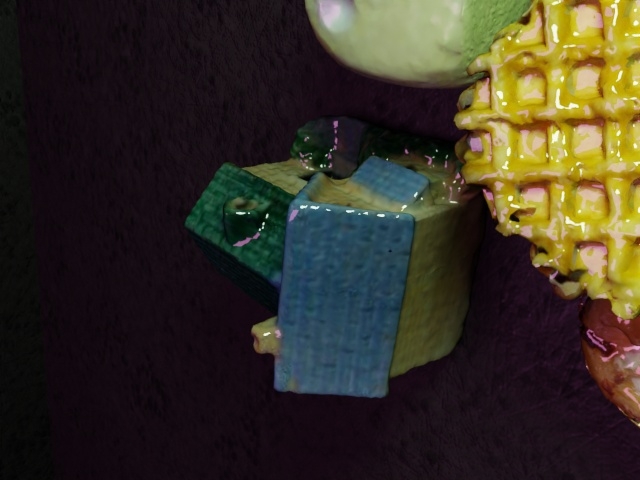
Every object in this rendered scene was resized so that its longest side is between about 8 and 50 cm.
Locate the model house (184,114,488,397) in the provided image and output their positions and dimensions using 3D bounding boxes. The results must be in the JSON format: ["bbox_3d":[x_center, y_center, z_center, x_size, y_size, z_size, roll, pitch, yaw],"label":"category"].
[{"bbox_3d":[0.000,0.000,1.161,0.382,0.343,0.334,29,123,41],"label":"model house"}]

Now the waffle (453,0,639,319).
[{"bbox_3d":[0.320,-0.121,0.747,0.379,0.095,0.382,54,126,22],"label":"waffle"}]

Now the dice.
[{"bbox_3d":[0.140,-0.342,0.940,0.252,0.254,0.249,24,132,34],"label":"dice"}]

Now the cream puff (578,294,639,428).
[{"bbox_3d":[0.412,0.107,0.861,0.240,0.164,0.240,34,139,36],"label":"cream puff"}]
